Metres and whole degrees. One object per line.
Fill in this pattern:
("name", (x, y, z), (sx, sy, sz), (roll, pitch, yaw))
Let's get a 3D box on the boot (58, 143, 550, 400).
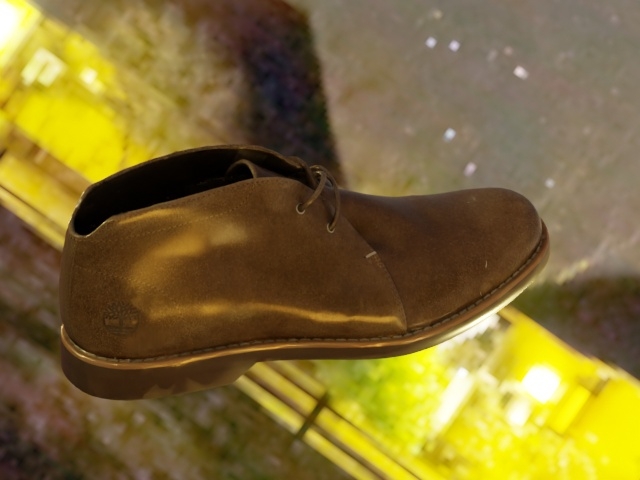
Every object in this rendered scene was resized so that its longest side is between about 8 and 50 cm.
("boot", (0.000, 0.000, 0.973), (0.305, 0.115, 0.112), (-12, 30, -22))
